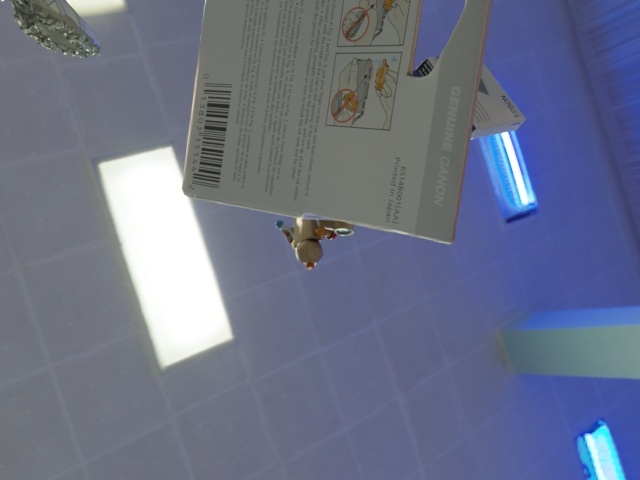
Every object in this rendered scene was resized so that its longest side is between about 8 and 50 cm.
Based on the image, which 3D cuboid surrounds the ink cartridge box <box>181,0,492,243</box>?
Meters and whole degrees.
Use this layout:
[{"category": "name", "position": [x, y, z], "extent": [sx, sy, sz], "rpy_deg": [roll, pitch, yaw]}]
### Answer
[{"category": "ink cartridge box", "position": [0.019, -0.161, 0.496], "extent": [0.066, 0.261, 0.296], "rpy_deg": [1, -81, -52]}]

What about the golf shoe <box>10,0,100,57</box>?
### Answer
[{"category": "golf shoe", "position": [-0.277, -0.250, 0.663], "extent": [0.176, 0.069, 0.086], "rpy_deg": [39, -123, -60]}]

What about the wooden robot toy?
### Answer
[{"category": "wooden robot toy", "position": [0.000, 0.000, 0.888], "extent": [0.076, 0.173, 0.079], "rpy_deg": [16, -115, -30]}]

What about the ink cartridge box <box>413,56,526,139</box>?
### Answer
[{"category": "ink cartridge box", "position": [0.323, -0.329, 1.533], "extent": [0.224, 0.045, 0.223], "rpy_deg": [-16, -116, -30]}]
